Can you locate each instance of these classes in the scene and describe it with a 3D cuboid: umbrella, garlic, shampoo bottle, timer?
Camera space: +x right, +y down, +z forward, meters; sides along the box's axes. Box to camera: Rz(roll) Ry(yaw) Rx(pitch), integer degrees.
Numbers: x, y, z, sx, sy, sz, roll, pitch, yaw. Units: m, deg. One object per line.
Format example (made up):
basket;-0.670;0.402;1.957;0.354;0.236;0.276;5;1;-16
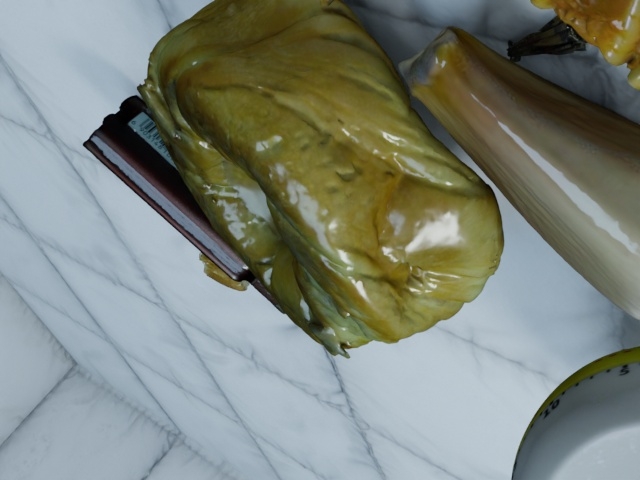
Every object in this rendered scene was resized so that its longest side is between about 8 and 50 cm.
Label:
umbrella;0.159;-0.139;0.681;0.031;0.020;0.083;49;161;-19
garlic;0.189;-0.040;0.693;0.318;0.112;0.143;35;179;1
shampoo bottle;-0.141;-0.041;1.216;0.323;0.084;0.129;42;-159;-7
timer;0.306;0.211;0.858;0.285;0.285;0.285;33;157;16

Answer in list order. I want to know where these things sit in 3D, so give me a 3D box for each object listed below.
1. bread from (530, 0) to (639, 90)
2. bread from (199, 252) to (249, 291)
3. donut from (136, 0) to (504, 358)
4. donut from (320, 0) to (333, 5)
bread;0.201;-0.176;0.426;0.184;0.114;0.275;39;156;2
bread;-0.119;0.019;1.344;0.070;0.077;0.083;23;154;11
donut;-0.004;-0.056;0.858;0.360;0.170;0.360;47;163;19
donut;0.026;-0.265;0.502;0.101;0.152;0.259;44;158;35
